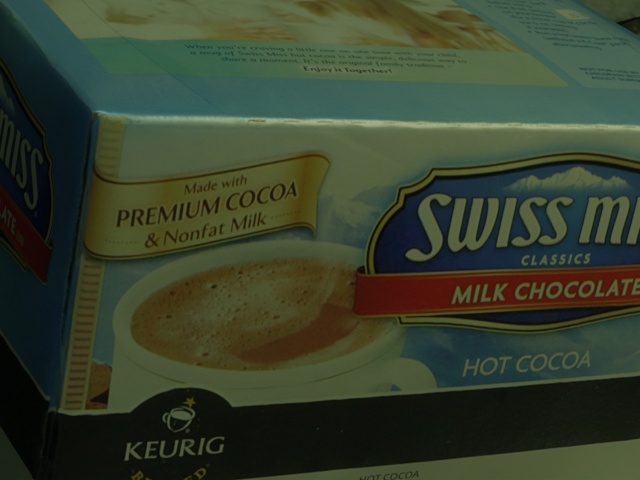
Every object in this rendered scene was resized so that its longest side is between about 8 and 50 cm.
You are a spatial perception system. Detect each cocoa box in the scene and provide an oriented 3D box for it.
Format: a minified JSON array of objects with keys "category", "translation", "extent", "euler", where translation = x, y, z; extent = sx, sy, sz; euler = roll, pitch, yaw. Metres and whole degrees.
[{"category":"cocoa box","translation":[0.000,0.000,0.805],"extent":[0.347,0.228,0.231],"euler":[-1,27,-28]}]
